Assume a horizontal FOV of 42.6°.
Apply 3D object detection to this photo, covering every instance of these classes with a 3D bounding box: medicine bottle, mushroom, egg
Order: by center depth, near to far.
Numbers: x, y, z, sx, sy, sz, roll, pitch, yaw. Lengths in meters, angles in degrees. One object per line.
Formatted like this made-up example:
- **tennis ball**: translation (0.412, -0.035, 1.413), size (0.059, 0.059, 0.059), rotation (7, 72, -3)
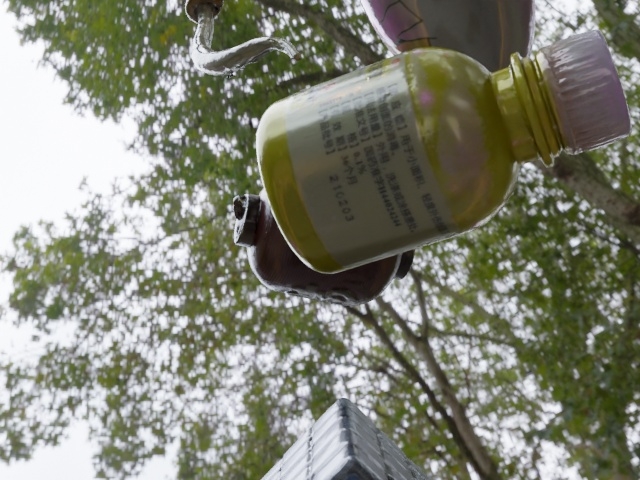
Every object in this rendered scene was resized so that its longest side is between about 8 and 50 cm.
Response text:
- **medicine bottle**: translation (0.078, -0.063, 0.515), size (0.212, 0.122, 0.122), rotation (-18, -52, 18)
- **mushroom**: translation (-0.091, -0.190, 0.777), size (0.043, 0.306, 0.068), rotation (18, -72, -27)
- **egg**: translation (0.140, -0.288, 0.938), size (0.196, 0.196, 0.271), rotation (-16, -71, 1)

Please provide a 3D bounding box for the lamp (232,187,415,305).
- **lamp**: translation (0.000, 0.000, 1.123), size (0.258, 0.180, 0.180), rotation (12, -58, -13)

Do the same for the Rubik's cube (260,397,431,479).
- **Rubik's cube**: translation (0.028, 0.321, 0.751), size (0.237, 0.238, 0.237), rotation (-44, -90, 1)
